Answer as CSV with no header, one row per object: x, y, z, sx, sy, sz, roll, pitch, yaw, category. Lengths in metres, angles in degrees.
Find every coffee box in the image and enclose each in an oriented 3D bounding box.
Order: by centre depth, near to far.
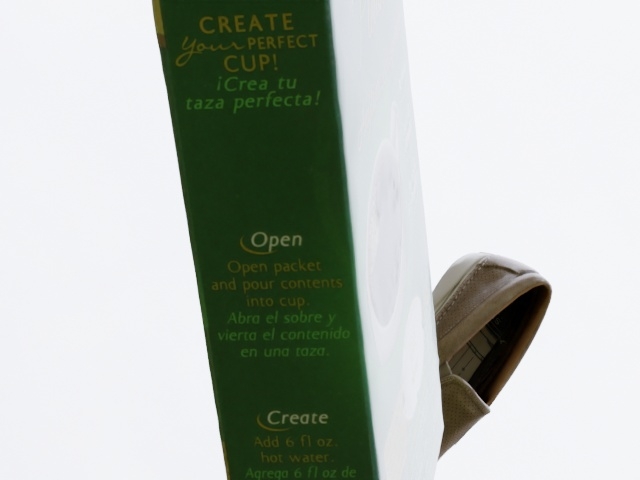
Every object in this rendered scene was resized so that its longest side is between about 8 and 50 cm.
0.000,0.000,0.450,0.040,0.113,0.184,-1,-63,11,coffee box

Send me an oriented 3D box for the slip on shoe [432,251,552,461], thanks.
0.049,0.064,0.747,0.041,0.135,0.051,13,-31,50,slip on shoe
